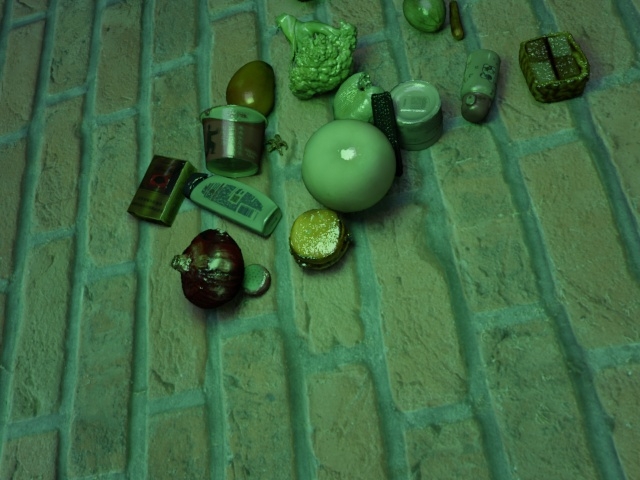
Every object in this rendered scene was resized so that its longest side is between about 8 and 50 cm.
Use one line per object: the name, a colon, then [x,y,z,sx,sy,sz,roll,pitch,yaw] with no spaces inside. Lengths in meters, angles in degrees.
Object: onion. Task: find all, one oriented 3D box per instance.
onion: [-0.346,0.085,1.698,0.252,0.219,0.252,-22,60,44]

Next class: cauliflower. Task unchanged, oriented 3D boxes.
cauliflower: [-0.002,-0.640,1.917,0.327,0.260,0.281,-32,63,33]

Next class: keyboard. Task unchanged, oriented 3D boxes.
keyboard: [0.205,-0.326,1.736,0.016,0.263,0.106,-19,16,-29]

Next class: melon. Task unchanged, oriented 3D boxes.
melon: [0.360,-0.812,1.955,0.139,0.139,0.192,-32,65,0]

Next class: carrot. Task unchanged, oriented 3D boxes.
carrot: [0.473,-0.774,1.959,0.042,0.042,0.171,-6,65,13]

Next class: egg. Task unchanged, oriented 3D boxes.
egg: [0.085,-0.221,1.661,0.282,0.345,0.283,-1,96,-5]

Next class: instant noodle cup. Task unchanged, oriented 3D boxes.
instant noodle cup: [-0.295,-0.326,1.889,0.234,0.235,0.179,-3,76,15]

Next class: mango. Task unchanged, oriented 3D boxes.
mango: [-0.252,-0.539,2.014,0.175,0.139,0.255,-2,57,2]

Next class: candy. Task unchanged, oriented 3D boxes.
candy: [-0.206,0.123,1.751,0.103,0.043,0.103,-6,67,15]

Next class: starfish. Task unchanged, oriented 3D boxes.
starfish: [-0.156,-0.336,1.954,0.091,0.028,0.078,13,73,26]

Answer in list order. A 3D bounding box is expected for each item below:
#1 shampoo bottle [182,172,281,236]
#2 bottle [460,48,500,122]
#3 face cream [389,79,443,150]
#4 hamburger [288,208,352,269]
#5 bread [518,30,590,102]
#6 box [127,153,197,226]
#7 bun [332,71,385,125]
shampoo bottle: [-0.296,-0.138,1.876,0.359,0.078,0.134,25,72,25]
bottle: [0.504,-0.486,1.782,0.109,0.110,0.234,8,69,19]
face cream: [0.298,-0.398,1.778,0.177,0.153,0.178,-6,66,13]
hamburger: [-0.008,0.005,1.706,0.181,0.118,0.191,24,72,28]
bread: [0.727,-0.545,1.751,0.181,0.096,0.223,-14,61,10]
box: [-0.560,-0.178,1.977,0.159,0.071,0.240,14,72,23]
bun: [0.140,-0.454,1.864,0.203,0.126,0.213,-19,53,37]
